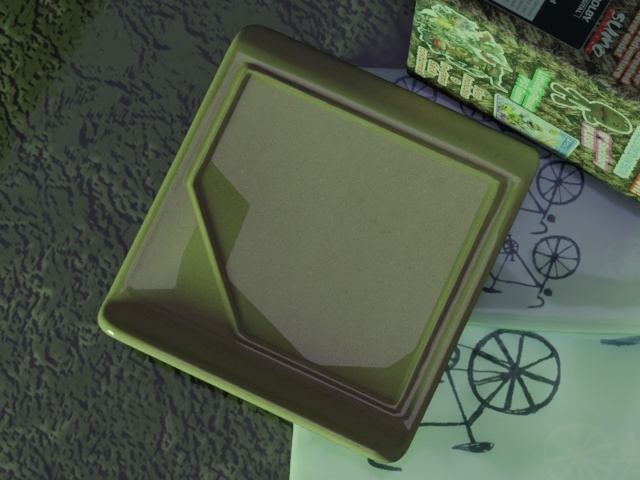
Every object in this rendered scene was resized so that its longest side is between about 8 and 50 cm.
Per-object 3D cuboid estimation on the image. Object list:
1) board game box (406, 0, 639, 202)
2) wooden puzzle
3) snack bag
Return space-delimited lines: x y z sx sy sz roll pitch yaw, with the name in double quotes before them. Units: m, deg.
"board game box" 0.238 -0.156 1.265 0.291 0.141 0.232 30 74 9
"wooden puzzle" 0.000 0.000 1.291 0.221 0.044 0.239 25 77 6
"snack bag" 0.132 0.055 1.318 0.323 0.037 0.343 4 83 1
